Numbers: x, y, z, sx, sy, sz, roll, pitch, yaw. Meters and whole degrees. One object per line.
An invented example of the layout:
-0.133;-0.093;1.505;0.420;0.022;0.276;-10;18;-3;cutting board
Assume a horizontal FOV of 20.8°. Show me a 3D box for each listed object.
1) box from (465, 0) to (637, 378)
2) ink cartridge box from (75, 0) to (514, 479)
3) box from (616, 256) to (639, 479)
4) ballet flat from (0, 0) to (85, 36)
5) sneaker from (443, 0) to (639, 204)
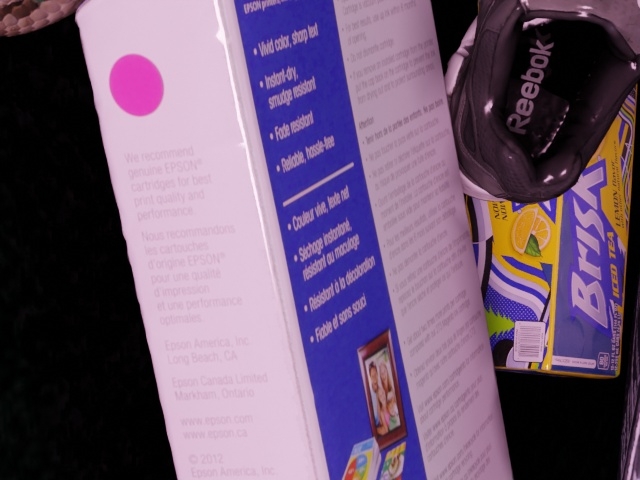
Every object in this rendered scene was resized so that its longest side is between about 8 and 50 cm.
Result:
0.103;-0.024;0.787;0.059;0.054;0.168;9;84;-47;box
0.000;0.000;0.635;0.176;0.069;0.370;-32;116;-62;ink cartridge box
0.227;-0.050;0.701;0.296;0.183;0.294;-55;152;-70;box
-0.048;-0.154;0.621;0.250;0.058;0.084;-47;121;-36;ballet flat
0.105;-0.117;0.680;0.078;0.106;0.234;13;102;-10;sneaker
